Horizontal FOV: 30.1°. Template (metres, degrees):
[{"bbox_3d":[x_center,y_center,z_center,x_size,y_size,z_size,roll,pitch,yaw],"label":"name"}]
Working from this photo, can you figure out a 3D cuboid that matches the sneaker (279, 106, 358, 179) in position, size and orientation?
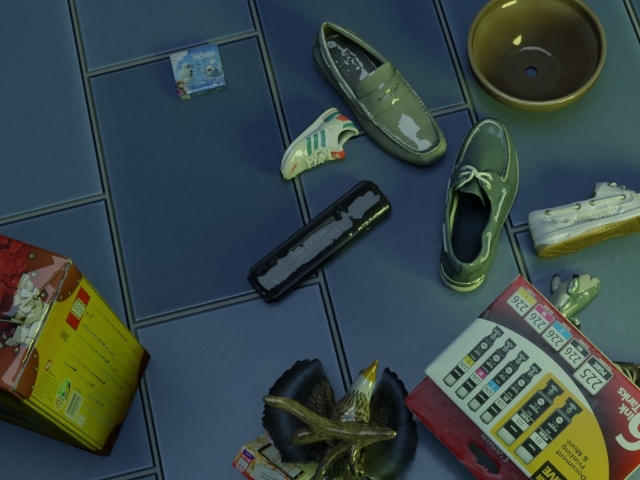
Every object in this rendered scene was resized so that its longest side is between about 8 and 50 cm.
[{"bbox_3d":[-0.001,-0.159,2.083,0.075,0.057,0.161,37,73,22],"label":"sneaker"}]

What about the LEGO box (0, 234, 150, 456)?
[{"bbox_3d":[-0.505,0.135,1.777,0.372,0.500,0.193,18,72,10],"label":"LEGO box"}]

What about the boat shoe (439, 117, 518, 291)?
[{"bbox_3d":[0.269,-0.075,2.007,0.116,0.099,0.320,12,71,9],"label":"boat shoe"}]

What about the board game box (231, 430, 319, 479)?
[{"bbox_3d":[-0.022,0.370,1.838,0.193,0.146,0.045,37,110,17],"label":"board game box"}]

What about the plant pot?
[{"bbox_3d":[0.374,-0.318,2.086,0.237,0.110,0.237,-2,68,5],"label":"plant pot"}]

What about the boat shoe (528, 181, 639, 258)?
[{"bbox_3d":[0.481,-0.057,1.984,0.277,0.098,0.096,-16,70,0],"label":"boat shoe"}]

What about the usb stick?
[{"bbox_3d":[0.000,0.000,2.030,0.278,0.045,0.077,-38,78,-10],"label":"usb stick"}]

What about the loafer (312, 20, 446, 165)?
[{"bbox_3d":[0.098,-0.259,2.084,0.112,0.111,0.319,-41,71,-11],"label":"loafer"}]

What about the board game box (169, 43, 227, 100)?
[{"bbox_3d":[-0.224,-0.309,2.179,0.090,0.020,0.090,-14,67,-1],"label":"board game box"}]

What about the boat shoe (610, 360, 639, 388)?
[{"bbox_3d":[0.438,0.252,1.851,0.355,0.130,0.132,-5,69,3],"label":"boat shoe"}]

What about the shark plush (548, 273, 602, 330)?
[{"bbox_3d":[0.407,0.123,1.948,0.067,0.073,0.161,31,67,-16],"label":"shark plush"}]

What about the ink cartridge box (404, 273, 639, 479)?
[{"bbox_3d":[0.310,0.253,1.744,0.309,0.130,0.272,45,95,11],"label":"ink cartridge box"}]

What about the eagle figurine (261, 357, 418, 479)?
[{"bbox_3d":[0.038,0.277,1.800,0.225,0.298,0.226,-33,88,-3],"label":"eagle figurine"}]
